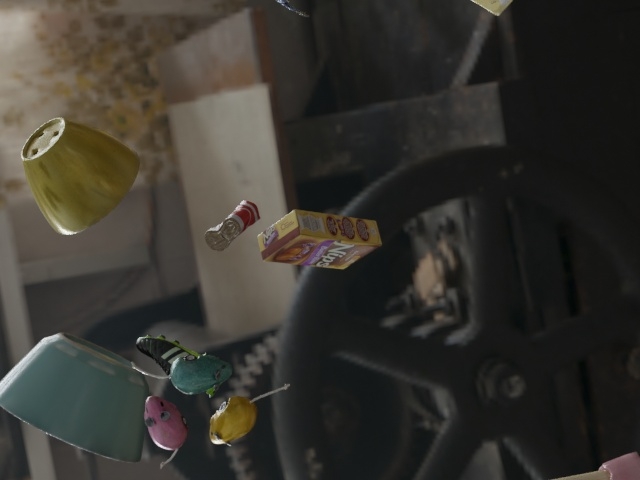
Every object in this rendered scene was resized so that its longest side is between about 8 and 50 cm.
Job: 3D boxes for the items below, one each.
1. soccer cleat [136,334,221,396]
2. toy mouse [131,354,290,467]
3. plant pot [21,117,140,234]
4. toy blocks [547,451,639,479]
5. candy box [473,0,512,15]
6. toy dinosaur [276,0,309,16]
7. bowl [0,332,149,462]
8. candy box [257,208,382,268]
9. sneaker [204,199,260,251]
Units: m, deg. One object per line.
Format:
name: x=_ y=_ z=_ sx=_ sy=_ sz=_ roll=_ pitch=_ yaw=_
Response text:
soccer cleat: x=-0.249 y=0.215 z=2.354 sx=0.179 sy=0.072 sz=0.060 roll=18 pitch=157 yaw=21
toy mouse: x=-0.135 y=0.168 z=1.386 sx=0.161 sy=0.143 sz=0.031 roll=-44 pitch=25 yaw=17
plant pot: x=-0.294 y=-0.089 z=1.604 sx=0.095 sy=0.134 sz=0.134 roll=49 pitch=179 yaw=-35
toy blocks: x=0.381 y=0.411 z=1.458 sx=0.288 sy=0.260 sz=0.309 roll=-107 pitch=10 yaw=-47
candy box: x=0.094 y=-0.398 z=1.487 sx=0.087 sy=0.316 sz=0.183 roll=-46 pitch=25 yaw=40
toy dinosaur: x=-0.049 y=-0.324 z=1.762 sx=0.082 sy=0.090 sz=0.047 roll=-178 pitch=103 yaw=-70
bowl: x=-0.450 y=0.285 z=2.600 sx=0.163 sy=0.311 sz=0.311 roll=-64 pitch=22 yaw=-3
candy box: x=0.000 y=0.000 z=2.332 sx=0.109 sy=0.186 sz=0.053 roll=-34 pitch=61 yaw=42
sneaker: x=-0.139 y=-0.025 z=2.186 sx=0.042 sy=0.067 sz=0.118 roll=50 pitch=145 yaw=-5
